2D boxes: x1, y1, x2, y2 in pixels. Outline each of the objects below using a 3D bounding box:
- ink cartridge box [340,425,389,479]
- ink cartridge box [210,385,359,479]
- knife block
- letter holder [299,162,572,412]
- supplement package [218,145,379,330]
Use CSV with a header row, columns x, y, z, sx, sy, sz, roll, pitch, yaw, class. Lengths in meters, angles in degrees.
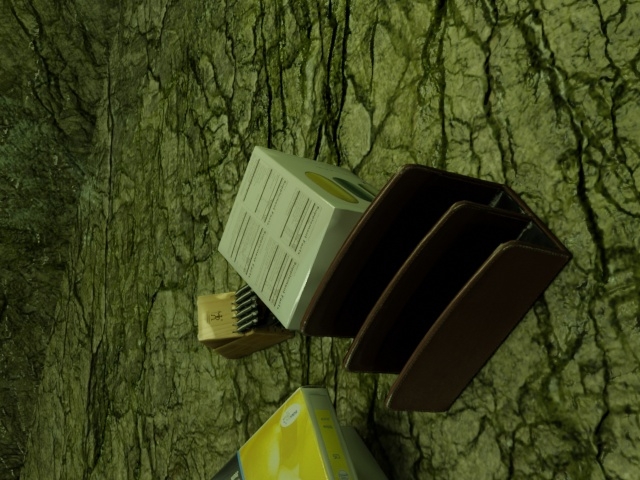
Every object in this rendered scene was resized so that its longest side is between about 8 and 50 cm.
x,y,z,sx,sy,sz,roll,pitch,yaw,class
-0.002,0.456,1.196,0.201,0.117,0.278,50,122,47,ink cartridge box
-0.043,0.420,1.103,0.304,0.072,0.307,-50,44,34,ink cartridge box
-0.099,0.148,1.451,0.276,0.242,0.088,65,-160,-69,knife block
0.133,0.070,1.011,0.302,0.214,0.152,-59,41,27,letter holder
0.000,0.000,1.226,0.262,0.199,0.198,41,115,50,supplement package
